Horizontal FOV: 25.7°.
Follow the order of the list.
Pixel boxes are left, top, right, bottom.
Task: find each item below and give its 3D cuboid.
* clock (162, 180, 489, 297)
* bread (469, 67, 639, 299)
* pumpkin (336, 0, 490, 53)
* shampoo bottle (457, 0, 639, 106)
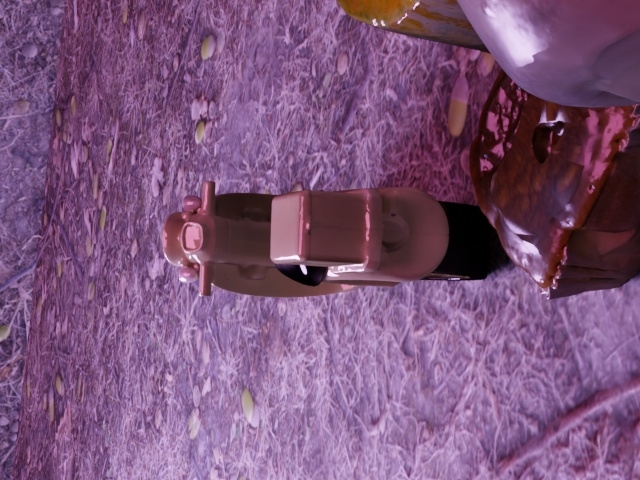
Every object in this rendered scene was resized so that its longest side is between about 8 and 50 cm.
[{"bbox_3d":[0.000,0.000,1.451,0.379,0.276,0.120,-10,77,61],"label":"clock"},{"bbox_3d":[0.214,-0.077,1.180,0.192,0.110,0.210,64,142,44],"label":"bread"},{"bbox_3d":[0.115,-0.326,1.297,0.332,0.199,0.332,176,90,-71],"label":"pumpkin"},{"bbox_3d":[0.223,-0.250,0.931,0.322,0.322,0.317,-22,76,63],"label":"shampoo bottle"}]
